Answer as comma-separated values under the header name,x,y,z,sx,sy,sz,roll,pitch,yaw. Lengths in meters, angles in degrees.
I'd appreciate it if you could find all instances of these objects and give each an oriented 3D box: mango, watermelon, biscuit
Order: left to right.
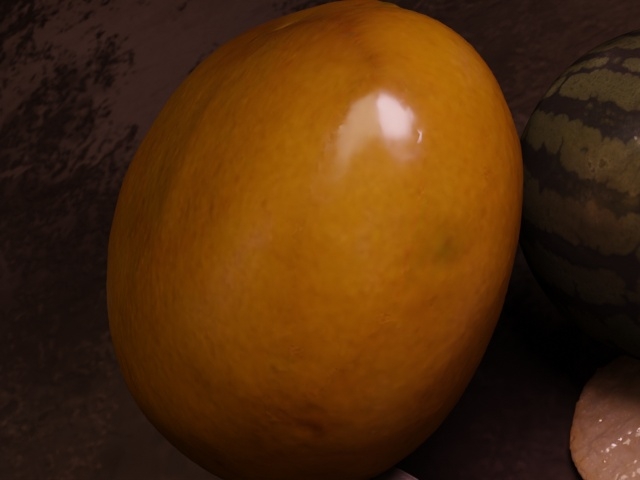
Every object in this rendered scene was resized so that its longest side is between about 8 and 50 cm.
name,x,y,z,sx,sy,sz,roll,pitch,yaw
mango,0.000,0.000,1.055,0.446,0.232,0.300,149,140,-75
biscuit,0.207,0.112,1.092,0.120,0.015,0.120,-16,51,21
watermelon,0.217,-0.028,1.061,0.212,0.212,0.212,-17,50,21

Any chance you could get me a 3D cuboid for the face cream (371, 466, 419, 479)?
name,x,y,z,sx,sy,sz,roll,pitch,yaw
face cream,0.014,0.245,1.060,0.096,0.096,0.214,27,75,42
